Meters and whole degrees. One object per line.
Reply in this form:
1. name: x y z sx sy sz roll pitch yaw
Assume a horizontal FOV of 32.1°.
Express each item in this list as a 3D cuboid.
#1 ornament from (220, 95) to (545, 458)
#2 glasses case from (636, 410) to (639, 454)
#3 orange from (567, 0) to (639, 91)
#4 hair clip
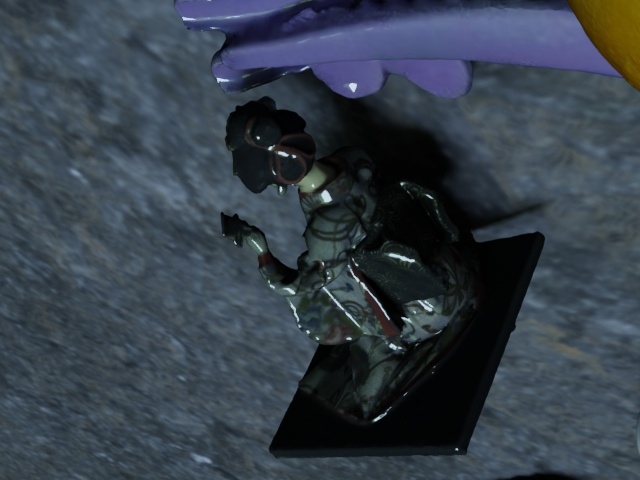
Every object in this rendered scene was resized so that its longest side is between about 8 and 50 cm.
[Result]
1. ornament: 0.000 0.000 0.629 0.153 0.166 0.196 -10 132 44
2. glasses case: 0.302 0.123 0.713 0.193 0.074 0.049 -6 138 29
3. orange: 0.172 -0.138 0.332 0.240 0.240 0.240 12 140 10
4. hair clip: 0.071 -0.110 0.539 0.279 0.090 0.137 8 153 26
